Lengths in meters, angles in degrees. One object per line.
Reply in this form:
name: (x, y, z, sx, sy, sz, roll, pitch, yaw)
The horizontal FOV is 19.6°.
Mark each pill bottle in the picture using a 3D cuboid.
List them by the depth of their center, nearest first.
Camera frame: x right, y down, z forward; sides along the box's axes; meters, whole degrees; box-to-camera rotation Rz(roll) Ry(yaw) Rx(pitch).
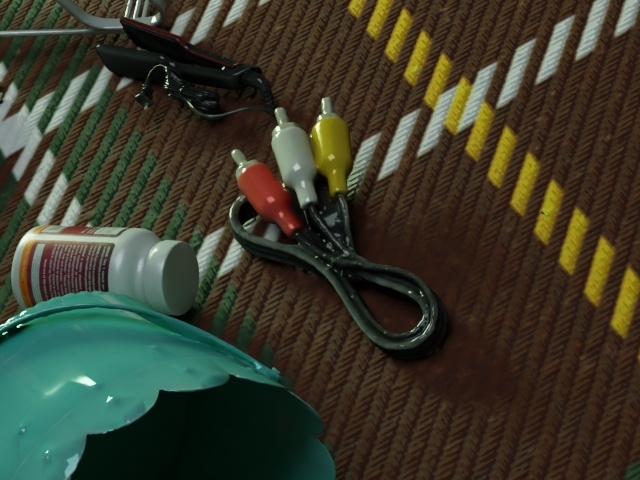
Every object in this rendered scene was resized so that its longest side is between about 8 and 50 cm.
pill bottle: (-0.188, 0.031, 1.623, 0.152, 0.086, 0.086, 2, 52, 27)

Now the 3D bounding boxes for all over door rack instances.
over door rack: (-0.307, -0.308, 1.961, 0.324, 0.108, 0.239, -9, 47, 18)

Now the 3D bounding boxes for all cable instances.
cable: (0.000, 0.000, 1.573, 0.139, 0.072, 0.287, -32, 45, 4)

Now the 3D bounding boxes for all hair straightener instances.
hair straightener: (-0.136, -0.150, 1.795, 0.230, 0.047, 0.089, 25, 65, 33)

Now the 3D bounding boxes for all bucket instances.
bucket: (-0.151, 0.180, 1.359, 0.281, 0.281, 0.183, -42, 44, -14)

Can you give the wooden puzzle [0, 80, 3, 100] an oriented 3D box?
wooden puzzle: (-0.362, -0.150, 1.918, 0.083, 0.006, 0.049, 15, 59, 34)
